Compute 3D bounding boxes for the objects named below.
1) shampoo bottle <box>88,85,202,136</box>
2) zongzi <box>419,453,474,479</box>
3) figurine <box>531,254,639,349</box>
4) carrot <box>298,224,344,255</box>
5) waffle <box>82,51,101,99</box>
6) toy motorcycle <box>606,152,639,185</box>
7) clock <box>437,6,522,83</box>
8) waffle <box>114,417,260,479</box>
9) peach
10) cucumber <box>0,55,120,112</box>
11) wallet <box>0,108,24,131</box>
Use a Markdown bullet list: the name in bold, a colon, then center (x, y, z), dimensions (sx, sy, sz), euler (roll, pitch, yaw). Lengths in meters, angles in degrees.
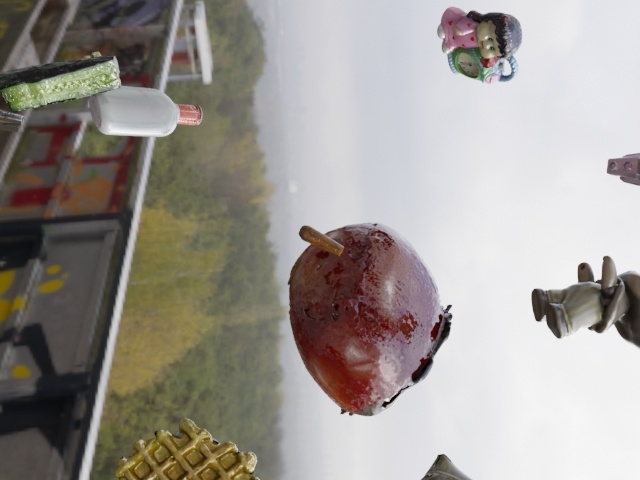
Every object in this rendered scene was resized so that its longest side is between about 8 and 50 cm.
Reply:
- **shampoo bottle**: center (-0.335, -0.250, 1.549), dimensions (0.051, 0.221, 0.108), euler (-41, -119, 44)
- **zongzi**: center (0.284, 0.566, 1.693), dimensions (0.184, 0.187, 0.084), euler (-25, 140, -50)
- **figurine**: center (0.610, 0.131, 1.533), dimensions (0.248, 0.381, 0.203), euler (137, -47, -81)
- **carrot**: center (0.000, 0.000, 1.521), dimensions (0.032, 0.093, 0.032), euler (-57, 168, -19)
- **waffle**: center (-0.453, -0.305, 1.651), dimensions (0.148, 0.042, 0.102), euler (60, -29, 21)
- **toy motorcycle**: center (0.617, -0.137, 1.427), dimensions (0.239, 0.204, 0.108), euler (-15, -107, 45)
- **clock**: center (0.395, -0.466, 1.907), dimensions (0.195, 0.100, 0.194), euler (21, -32, 44)
- **waffle**: center (-0.250, 0.495, 1.434), dimensions (0.062, 0.329, 0.329), euler (120, -33, -73)
- **peach**: center (0.093, 0.179, 1.768), dimensions (0.339, 0.353, 0.416), euler (-36, -117, 40)
- **cucumber**: center (-0.472, -0.297, 1.446), dimensions (0.078, 0.211, 0.062), euler (82, -9, -57)
- **wallet**: center (-0.574, -0.217, 1.417), dimensions (0.157, 0.082, 0.018), euler (2, -98, 65)
